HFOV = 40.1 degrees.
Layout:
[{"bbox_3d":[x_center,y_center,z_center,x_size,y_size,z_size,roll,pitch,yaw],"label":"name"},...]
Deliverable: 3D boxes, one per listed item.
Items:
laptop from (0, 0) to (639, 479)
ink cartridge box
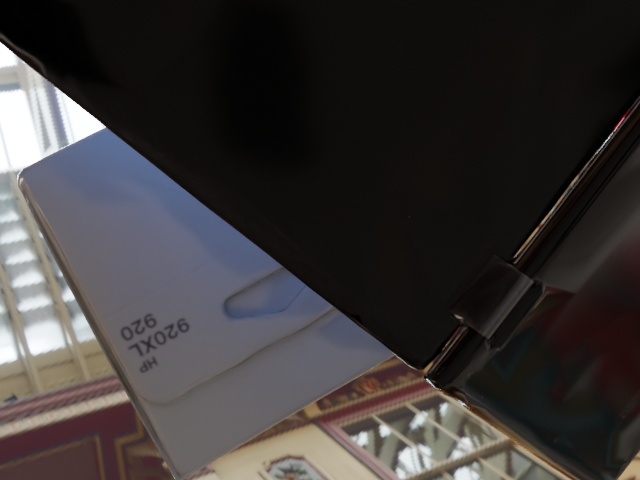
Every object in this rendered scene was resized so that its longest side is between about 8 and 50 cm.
[{"bbox_3d":[0.121,-0.124,0.454,0.382,0.236,0.408,-52,-39,0],"label":"laptop"},{"bbox_3d":[-0.053,0.011,0.530,0.171,0.232,0.168,-29,-88,-12],"label":"ink cartridge box"}]
